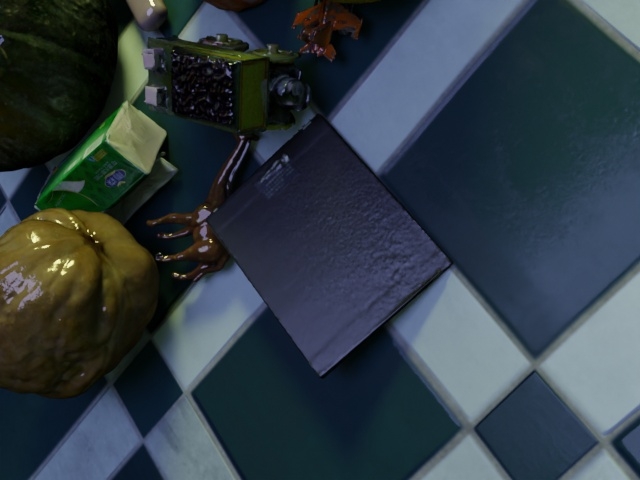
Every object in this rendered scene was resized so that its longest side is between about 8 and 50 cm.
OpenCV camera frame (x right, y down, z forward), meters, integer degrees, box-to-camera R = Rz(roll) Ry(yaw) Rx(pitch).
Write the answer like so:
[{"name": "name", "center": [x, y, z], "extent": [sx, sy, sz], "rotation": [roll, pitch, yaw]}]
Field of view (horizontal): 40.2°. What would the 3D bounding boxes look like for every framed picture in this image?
[{"name": "framed picture", "center": [0.000, 0.000, 1.319], "extent": [0.255, 0.014, 0.338], "rotation": [-43, 63, 8]}]

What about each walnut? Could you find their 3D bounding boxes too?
[{"name": "walnut", "center": [-0.443, 0.114, 1.471], "extent": [0.344, 0.306, 0.306], "rotation": [-46, 61, 34]}]

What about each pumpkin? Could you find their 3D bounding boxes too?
[{"name": "pumpkin", "center": [-0.589, -0.345, 1.602], "extent": [0.455, 0.344, 0.454], "rotation": [-8, 74, 28]}]

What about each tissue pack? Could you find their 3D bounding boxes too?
[{"name": "tissue pack", "center": [-0.370, -0.112, 1.558], "extent": [0.209, 0.156, 0.148], "rotation": [-36, 29, 27]}]

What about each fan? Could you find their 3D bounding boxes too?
[{"name": "fan", "center": [-0.349, -0.489, 1.622], "extent": [0.130, 0.074, 0.244], "rotation": [-40, 64, 24]}]

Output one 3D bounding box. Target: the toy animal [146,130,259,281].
[{"name": "toy animal", "center": [-0.183, -0.061, 1.455], "extent": [0.230, 0.066, 0.224], "rotation": [-23, 76, 17]}]

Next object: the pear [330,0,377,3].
[{"name": "pear", "center": [-0.010, -0.480, 1.233], "extent": [0.285, 0.336, 0.284], "rotation": [-22, 43, 22]}]

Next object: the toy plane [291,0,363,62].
[{"name": "toy plane", "center": [0.022, -0.370, 1.366], "extent": [0.135, 0.062, 0.188], "rotation": [16, 79, 35]}]

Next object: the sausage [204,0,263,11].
[{"name": "sausage", "center": [-0.201, -0.516, 1.393], "extent": [0.233, 0.287, 0.233], "rotation": [-4, 82, 35]}]

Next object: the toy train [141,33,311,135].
[{"name": "toy train", "center": [-0.147, -0.245, 1.371], "extent": [0.261, 0.177, 0.134], "rotation": [19, 116, 35]}]
